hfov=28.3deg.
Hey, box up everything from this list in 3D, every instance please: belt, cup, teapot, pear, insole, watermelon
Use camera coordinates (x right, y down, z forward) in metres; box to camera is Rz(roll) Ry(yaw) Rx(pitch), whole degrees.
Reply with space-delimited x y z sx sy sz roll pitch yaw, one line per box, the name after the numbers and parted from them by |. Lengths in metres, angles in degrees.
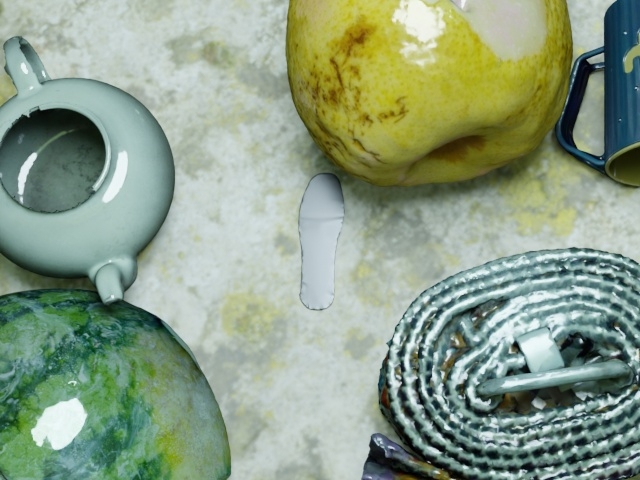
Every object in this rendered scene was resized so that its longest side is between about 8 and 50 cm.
0.178 0.118 1.094 0.295 0.160 0.207 -5 77 3 | belt
0.302 -0.139 1.170 0.176 0.131 0.155 -9 70 29 | cup
-0.235 -0.062 1.186 0.193 0.129 0.294 -24 76 -2 | teapot
0.091 -0.180 1.125 0.271 0.271 0.271 -1 77 5 | pear
0.000 0.000 1.217 0.045 0.002 0.135 1 77 6 | insole
-0.237 0.145 1.143 0.305 0.180 0.224 46 41 16 | watermelon
